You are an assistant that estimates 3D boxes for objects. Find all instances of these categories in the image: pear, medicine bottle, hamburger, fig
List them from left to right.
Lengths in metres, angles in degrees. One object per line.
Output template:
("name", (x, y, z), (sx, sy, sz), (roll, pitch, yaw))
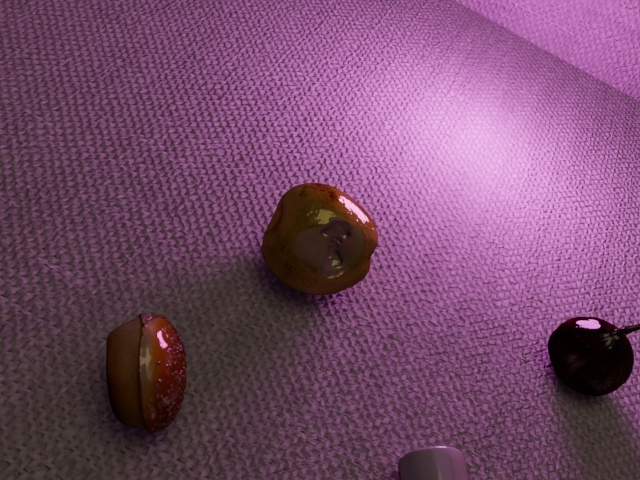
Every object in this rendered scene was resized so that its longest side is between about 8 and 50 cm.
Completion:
("hamburger", (-0.324, 0.247, 1.356), (0.147, 0.237, 0.236), (-8, 54, -10))
("pear", (0.000, 0.000, 1.681), (0.271, 0.271, 0.271), (12, 48, -14))
("medicine bottle", (0.234, 0.538, 1.393), (0.145, 0.144, 0.252), (9, 46, -16))
("fig", (0.674, 0.261, 1.747), (0.204, 0.249, 0.186), (37, 57, 12))
